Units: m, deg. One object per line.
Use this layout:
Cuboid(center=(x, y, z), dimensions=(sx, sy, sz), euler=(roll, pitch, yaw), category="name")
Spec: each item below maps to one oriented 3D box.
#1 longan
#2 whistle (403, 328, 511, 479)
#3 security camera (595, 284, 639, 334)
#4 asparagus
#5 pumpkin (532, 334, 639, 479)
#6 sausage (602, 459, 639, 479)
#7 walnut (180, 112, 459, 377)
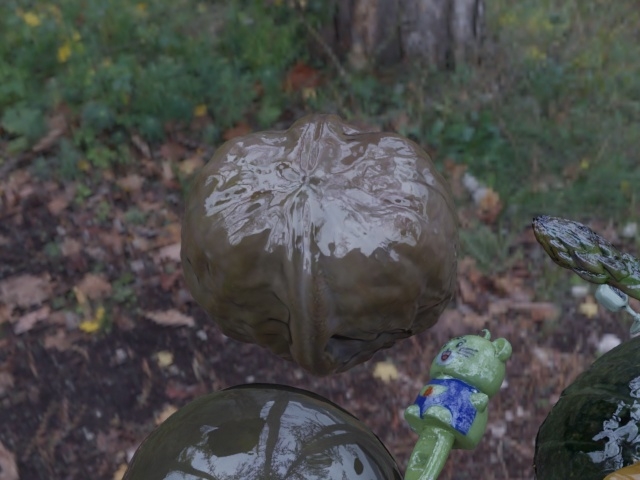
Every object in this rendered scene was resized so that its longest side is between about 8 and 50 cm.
Cuboid(center=(-0.033, 0.185, 0.780), dimensions=(0.198, 0.198, 0.212), euler=(-18, 58, -7), category="longan")
Cuboid(center=(0.153, 0.199, 1.581), dimensions=(0.105, 0.085, 0.227), euler=(-6, 47, 52), category="whistle")
Cuboid(center=(0.483, 0.101, 2.131), dimensions=(0.092, 0.058, 0.058), euler=(39, 58, 0), category="security camera")
Cuboid(center=(0.204, 0.025, 0.868), dimensions=(0.165, 0.030, 0.036), euler=(26, 39, -18), category="asparagus")
Cuboid(center=(0.362, 0.235, 1.197), dimensions=(0.291, 0.257, 0.327), euler=(-37, 85, -17), category="pumpkin")
Cuboid(center=(0.238, 0.241, 0.550), dimensions=(0.116, 0.134, 0.354), euler=(-47, 55, 6), category="sausage")
Cuboid(center=(0.003, 0.001, 1.244), dimensions=(0.273, 0.273, 0.227), euler=(24, 66, 28), category="walnut")
